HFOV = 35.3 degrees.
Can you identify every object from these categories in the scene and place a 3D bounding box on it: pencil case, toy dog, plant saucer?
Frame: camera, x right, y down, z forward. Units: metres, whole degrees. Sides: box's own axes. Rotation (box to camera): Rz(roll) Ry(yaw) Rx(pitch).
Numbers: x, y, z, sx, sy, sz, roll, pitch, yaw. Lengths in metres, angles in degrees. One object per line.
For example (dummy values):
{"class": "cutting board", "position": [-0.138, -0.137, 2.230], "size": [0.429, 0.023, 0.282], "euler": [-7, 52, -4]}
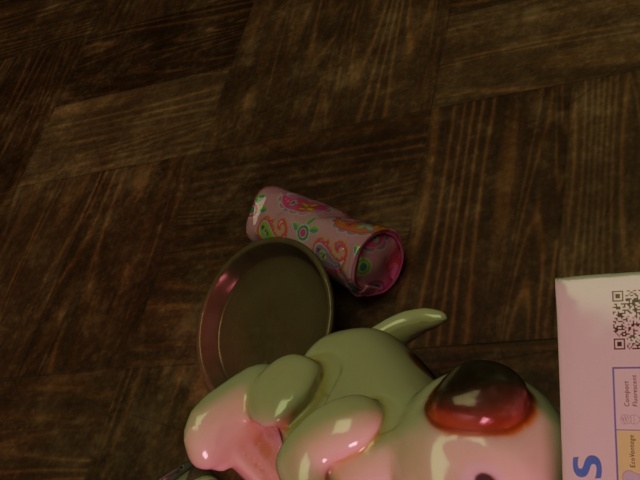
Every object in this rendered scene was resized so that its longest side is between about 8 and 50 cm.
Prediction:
{"class": "pencil case", "position": [0.000, 0.000, 1.629], "size": [0.284, 0.124, 0.124], "euler": [21, 67, 43]}
{"class": "toy dog", "position": [0.112, 0.254, 1.183], "size": [0.395, 0.284, 0.408], "euler": [-38, 22, -30]}
{"class": "plant saucer", "position": [-0.082, 0.132, 1.561], "size": [0.278, 0.041, 0.277], "euler": [-15, 65, 34]}

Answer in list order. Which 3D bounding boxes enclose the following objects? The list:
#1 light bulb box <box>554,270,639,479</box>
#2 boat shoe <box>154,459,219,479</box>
{"class": "light bulb box", "position": [0.441, 0.205, 0.989], "size": [0.361, 0.225, 0.357], "euler": [-5, 80, 29]}
{"class": "boat shoe", "position": [-0.266, 0.421, 1.445], "size": [0.285, 0.103, 0.092], "euler": [-36, 37, -6]}
